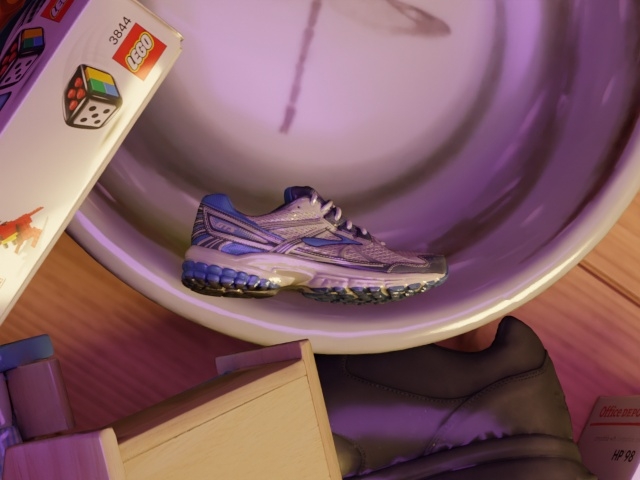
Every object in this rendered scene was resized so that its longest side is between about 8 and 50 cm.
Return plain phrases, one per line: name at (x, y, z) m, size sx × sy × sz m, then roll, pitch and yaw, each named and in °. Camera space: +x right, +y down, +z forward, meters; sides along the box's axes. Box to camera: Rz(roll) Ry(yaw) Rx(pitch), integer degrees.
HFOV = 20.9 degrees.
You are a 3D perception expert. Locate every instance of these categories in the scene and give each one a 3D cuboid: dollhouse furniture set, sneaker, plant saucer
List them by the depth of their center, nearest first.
dollhouse furniture set at (-0.150, 0.199, 0.783) m, size 0.303 × 0.198 × 0.286 m, roll -13°, pitch 92°, yaw 24°
sneaker at (0.000, 0.000, 0.862) m, size 0.135 × 0.052 × 0.058 m, roll 5°, pitch 80°, yaw -13°
sneaker at (0.000, 0.108, 0.936) m, size 0.286 × 0.109 × 0.130 m, roll -4°, pitch 67°, yaw -11°
plant saucer at (0.002, -0.136, 0.951) m, size 0.400 × 0.100 × 0.400 m, roll 1°, pitch 84°, yaw -13°

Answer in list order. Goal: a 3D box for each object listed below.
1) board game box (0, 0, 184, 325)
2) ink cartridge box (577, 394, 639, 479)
board game box at (-0.199, 0.011, 0.755) m, size 0.053 × 0.193 × 0.305 m, roll 37°, pitch 83°, yaw -34°
ink cartridge box at (0.176, 0.145, 0.965) m, size 0.060 × 0.104 × 0.180 m, roll 29°, pitch 78°, yaw -8°
